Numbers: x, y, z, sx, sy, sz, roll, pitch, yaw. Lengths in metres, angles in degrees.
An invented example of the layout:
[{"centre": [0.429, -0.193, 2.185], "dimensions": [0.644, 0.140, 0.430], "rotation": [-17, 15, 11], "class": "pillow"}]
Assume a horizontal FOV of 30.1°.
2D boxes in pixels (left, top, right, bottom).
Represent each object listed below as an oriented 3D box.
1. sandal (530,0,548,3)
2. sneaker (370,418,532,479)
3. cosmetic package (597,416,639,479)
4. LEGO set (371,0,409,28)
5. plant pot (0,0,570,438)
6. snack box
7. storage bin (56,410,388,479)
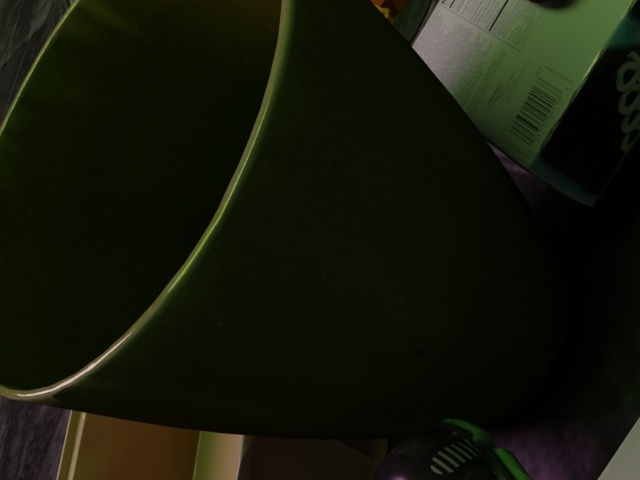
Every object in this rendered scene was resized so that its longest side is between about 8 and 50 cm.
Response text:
[{"centre": [0.106, -0.200, 0.709], "dimensions": [0.049, 0.072, 0.180], "rotation": [-35, 31, 10], "class": "sandal"}, {"centre": [-0.020, 0.313, 0.578], "dimensions": [0.185, 0.202, 0.482], "rotation": [23, 89, 59], "class": "sneaker"}, {"centre": [0.210, 0.059, 0.507], "dimensions": [0.239, 0.099, 0.060], "rotation": [-59, 28, 10], "class": "cosmetic package"}, {"centre": [0.034, -0.166, 0.895], "dimensions": [0.093, 0.087, 0.227], "rotation": [-47, 51, -10], "class": "LEGO set"}, {"centre": [0.000, 0.000, 0.671], "dimensions": [0.275, 0.294, 0.274], "rotation": [-30, 47, 38], "class": "plant pot"}, {"centre": [0.182, -0.199, 0.700], "dimensions": [0.322, 0.060, 0.187], "rotation": [-59, 30, 13], "class": "snack box"}, {"centre": [-0.074, 0.114, 0.888], "dimensions": [0.262, 0.123, 0.260], "rotation": [-29, 46, 46], "class": "storage bin"}]
